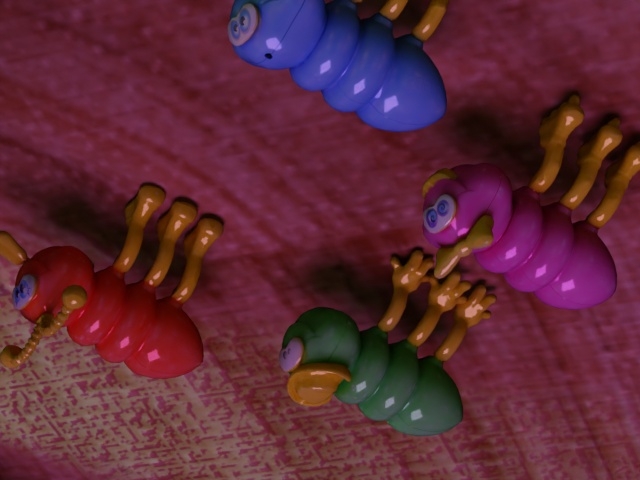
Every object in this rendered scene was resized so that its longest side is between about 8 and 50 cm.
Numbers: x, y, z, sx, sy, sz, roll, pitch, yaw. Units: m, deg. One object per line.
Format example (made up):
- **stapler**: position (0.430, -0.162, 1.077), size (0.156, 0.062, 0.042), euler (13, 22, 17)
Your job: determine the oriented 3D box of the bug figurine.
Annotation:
- **bug figurine**: position (0.000, 0.000, 0.789), size (0.216, 0.072, 0.279), euler (24, 137, -19)
